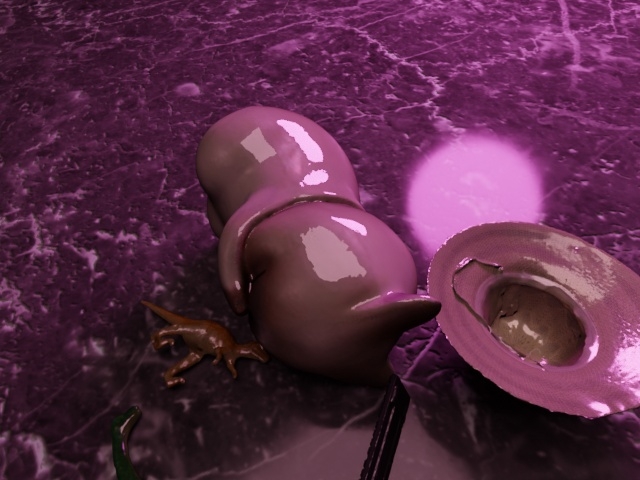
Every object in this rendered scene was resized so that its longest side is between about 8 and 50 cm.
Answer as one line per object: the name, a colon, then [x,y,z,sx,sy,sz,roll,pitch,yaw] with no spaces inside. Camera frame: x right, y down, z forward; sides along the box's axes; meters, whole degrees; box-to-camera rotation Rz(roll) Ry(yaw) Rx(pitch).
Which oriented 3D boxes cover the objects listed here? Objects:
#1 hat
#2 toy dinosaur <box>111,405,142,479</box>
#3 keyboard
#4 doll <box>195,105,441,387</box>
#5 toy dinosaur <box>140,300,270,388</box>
hat: [0.236,0.099,0.495,0.252,0.110,0.252,2,46,-2]
toy dinosaur: [-0.127,0.357,0.328,0.301,0.087,0.447,5,47,10]
keyboard: [0.052,0.236,0.428,0.013,0.061,0.204,3,49,31]
doll: [-0.030,-0.009,0.537,0.226,0.215,0.370,-3,47,-20]
toy dinosaur: [-0.150,0.113,0.560,0.126,0.039,0.162,-16,46,-22]
